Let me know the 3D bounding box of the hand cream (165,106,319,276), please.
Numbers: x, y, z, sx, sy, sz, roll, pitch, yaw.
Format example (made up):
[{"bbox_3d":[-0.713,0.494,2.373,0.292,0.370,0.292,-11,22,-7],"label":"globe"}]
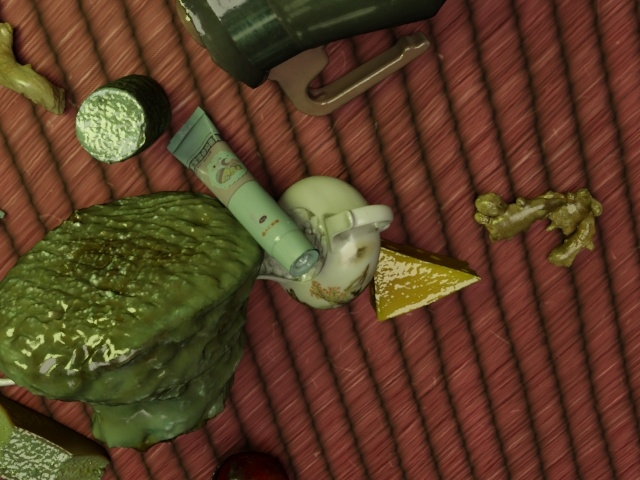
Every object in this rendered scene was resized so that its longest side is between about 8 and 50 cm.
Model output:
[{"bbox_3d":[-0.117,-0.073,0.995,0.085,0.058,0.331,-50,58,13],"label":"hand cream"}]

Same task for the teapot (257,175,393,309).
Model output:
[{"bbox_3d":[0.000,0.000,1.023,0.298,0.139,0.204,-30,70,43],"label":"teapot"}]

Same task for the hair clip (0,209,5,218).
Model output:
[{"bbox_3d":[-0.556,-0.063,1.072,0.115,0.039,0.030,37,106,-13],"label":"hair clip"}]

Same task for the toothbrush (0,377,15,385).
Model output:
[{"bbox_3d":[-0.572,0.242,1.161,0.288,0.026,0.024,3,147,-2],"label":"toothbrush"}]

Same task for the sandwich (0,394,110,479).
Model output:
[{"bbox_3d":[-0.485,0.357,1.164,0.258,0.096,0.094,33,96,-13],"label":"sandwich"}]

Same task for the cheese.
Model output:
[{"bbox_3d":[0.165,0.051,1.102,0.171,0.093,0.126,-5,103,-1],"label":"cheese"}]

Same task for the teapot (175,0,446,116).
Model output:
[{"bbox_3d":[-0.004,-0.355,0.912,0.362,0.305,0.376,-26,134,14],"label":"teapot"}]

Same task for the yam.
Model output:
[{"bbox_3d":[-0.279,-0.175,0.972,0.107,0.194,0.107,-1,108,-3],"label":"yam"}]

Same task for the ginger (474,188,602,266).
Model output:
[{"bbox_3d":[0.360,-0.037,1.110,0.176,0.052,0.193,-37,111,8],"label":"ginger"}]

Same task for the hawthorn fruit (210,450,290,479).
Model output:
[{"bbox_3d":[-0.127,0.432,1.159,0.148,0.172,0.148,-3,73,9],"label":"hawthorn fruit"}]

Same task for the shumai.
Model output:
[{"bbox_3d":[-0.256,0.140,1.018,0.324,0.397,0.323,23,137,34],"label":"shumai"}]

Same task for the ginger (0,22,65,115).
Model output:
[{"bbox_3d":[-0.484,-0.300,0.998,0.089,0.075,0.288,-44,99,4],"label":"ginger"}]
